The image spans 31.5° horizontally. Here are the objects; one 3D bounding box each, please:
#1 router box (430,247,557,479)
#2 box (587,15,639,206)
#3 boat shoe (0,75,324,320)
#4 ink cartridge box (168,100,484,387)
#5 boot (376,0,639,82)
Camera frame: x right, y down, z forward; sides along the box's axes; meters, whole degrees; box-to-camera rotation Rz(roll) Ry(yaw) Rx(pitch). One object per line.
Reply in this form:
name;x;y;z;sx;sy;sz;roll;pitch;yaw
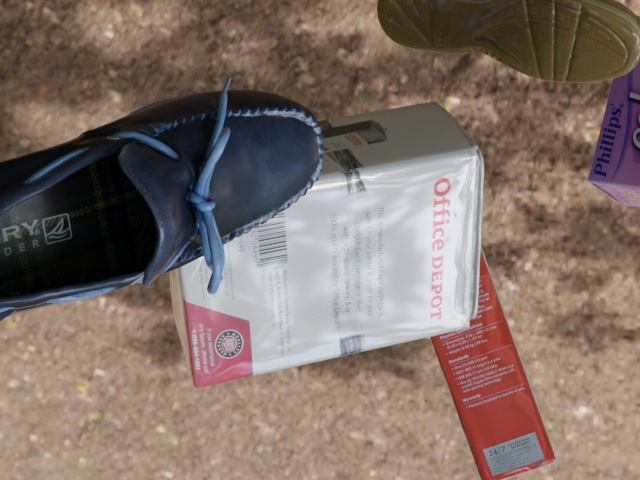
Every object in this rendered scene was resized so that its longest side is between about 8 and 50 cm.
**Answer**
router box;0.167;0.083;1.313;0.082;0.335;0.301;-20;94;6
box;0.468;-0.141;1.330;0.243;0.213;0.117;11;173;39
boat shoe;-0.096;-0.005;0.568;0.089;0.258;0.109;16;127;54
ink cartridge box;0.000;0.000;0.821;0.218;0.092;0.158;-10;123;-12
boot;0.214;-0.251;1.140;0.262;0.203;0.095;13;131;26
